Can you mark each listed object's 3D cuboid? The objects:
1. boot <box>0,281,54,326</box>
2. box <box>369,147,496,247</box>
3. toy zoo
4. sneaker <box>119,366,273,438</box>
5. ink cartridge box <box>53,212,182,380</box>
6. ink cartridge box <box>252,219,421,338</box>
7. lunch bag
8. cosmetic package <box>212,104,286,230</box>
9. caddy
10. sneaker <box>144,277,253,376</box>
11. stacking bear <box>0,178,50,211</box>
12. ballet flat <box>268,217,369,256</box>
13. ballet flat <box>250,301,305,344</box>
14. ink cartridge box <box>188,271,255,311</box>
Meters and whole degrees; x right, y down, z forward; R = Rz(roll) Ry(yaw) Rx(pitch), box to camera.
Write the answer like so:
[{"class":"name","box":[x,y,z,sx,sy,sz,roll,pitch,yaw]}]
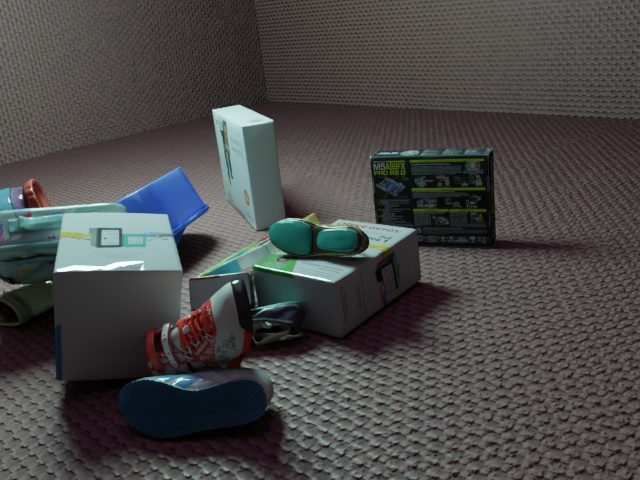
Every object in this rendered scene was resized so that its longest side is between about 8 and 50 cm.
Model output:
[{"class":"boot","box":[-0.640,0.114,1.503,0.213,0.077,0.165,14,29,35]},{"class":"box","box":[0.255,-0.096,1.581,0.270,0.216,0.060,1,20,23]},{"class":"toy zoo","box":[-0.126,0.019,1.483,0.293,0.030,0.192,-25,6,36]},{"class":"sneaker","box":[-0.181,0.233,1.025,0.229,0.087,0.092,-3,3,9]},{"class":"ink cartridge box","box":[-0.356,0.087,1.225,0.197,0.198,0.270,0,21,-17]},{"class":"ink cartridge box","box":[0.039,0.062,1.355,0.201,0.117,0.278,9,26,38]},{"class":"lunch bag","box":[-0.522,0.007,1.401,0.279,0.107,0.224,-8,-15,-18]},{"class":"cosmetic package","box":[-0.206,-0.216,1.974,0.097,0.284,0.377,-14,20,-16]},{"class":"caddy","box":[-0.420,-0.039,1.720,0.241,0.179,0.341,-25,12,25]},{"class":"sneaker","box":[-0.186,0.146,1.040,0.145,0.270,0.090,-4,63,-16]},{"class":"stacking bear","box":[-0.925,-0.057,1.976,0.289,0.175,0.164,-18,23,-10]},{"class":"ballet flat","box":[0.000,0.000,1.296,0.206,0.073,0.067,9,-1,32]},{"class":"ballet flat","box":[-0.128,0.152,1.231,0.203,0.074,0.074,-7,19,6]},{"class":"ink cartridge box","box":[-0.183,0.100,1.319,0.109,0.063,0.150,-7,-7,-3]}]
